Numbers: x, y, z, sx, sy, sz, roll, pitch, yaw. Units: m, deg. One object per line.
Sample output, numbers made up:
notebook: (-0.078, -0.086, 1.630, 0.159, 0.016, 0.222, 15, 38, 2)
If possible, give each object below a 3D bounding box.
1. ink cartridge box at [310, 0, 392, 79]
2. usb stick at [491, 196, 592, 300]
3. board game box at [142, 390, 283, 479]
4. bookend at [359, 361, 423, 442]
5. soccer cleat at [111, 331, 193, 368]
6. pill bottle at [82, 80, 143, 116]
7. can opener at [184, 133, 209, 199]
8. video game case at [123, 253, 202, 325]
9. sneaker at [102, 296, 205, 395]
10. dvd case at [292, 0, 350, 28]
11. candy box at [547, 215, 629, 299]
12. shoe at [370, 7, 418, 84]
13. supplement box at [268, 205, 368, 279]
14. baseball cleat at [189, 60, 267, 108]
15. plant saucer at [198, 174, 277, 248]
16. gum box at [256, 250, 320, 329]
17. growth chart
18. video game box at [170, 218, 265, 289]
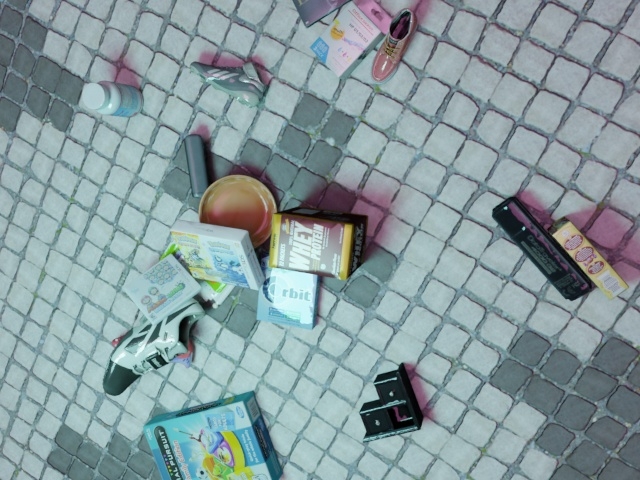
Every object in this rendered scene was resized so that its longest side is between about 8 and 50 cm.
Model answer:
ink cartridge box: (0.077, -0.485, 1.350, 0.104, 0.061, 0.181, 47, 107, 5)
usb stick: (0.505, 0.018, 1.308, 0.278, 0.045, 0.077, 49, 131, 4)
board game box: (-0.307, 0.593, 1.615, 0.336, 0.079, 0.253, -19, 93, 17)
bookend: (0.161, 0.414, 1.458, 0.156, 0.072, 0.157, -19, 92, 18)
soccer cleat: (-0.481, 0.314, 1.624, 0.248, 0.083, 0.095, -1, 103, 13)
pill bottle: (-0.543, -0.370, 1.492, 0.087, 0.160, 0.087, 2, 99, 16)
can opener: (-0.295, -0.141, 1.516, 0.095, 0.076, 0.283, -9, 97, -15)
video game case: (-0.420, 0.128, 1.519, 0.157, 0.019, 0.143, -39, 66, -20)
sneaker: (-0.434, 0.284, 1.506, 0.146, 0.122, 0.330, 30, 77, 20)
dvd case: (-0.014, -0.654, 1.374, 0.165, 0.018, 0.221, -26, 91, 18)
candy box: (0.587, 0.035, 1.260, 0.053, 0.109, 0.186, -43, 86, 18)
shoe: (0.165, -0.449, 1.320, 0.063, 0.081, 0.178, 33, 106, 9)
supplement box: (0.000, 0.000, 1.376, 0.191, 0.194, 0.129, 9, 101, 15)
baseball cleat: (-0.229, -0.421, 1.453, 0.206, 0.072, 0.109, 32, 92, 4)
plant saucer: (-0.213, -0.071, 1.477, 0.200, 0.037, 0.199, -2, 100, -10)
gum box: (-0.082, 0.130, 1.500, 0.157, 0.041, 0.184, 8, 101, 15)
growth chart: (-0.332, 0.073, 1.574, 0.237, 0.021, 0.172, 32, 104, 9)
video game box: (-0.258, 0.038, 1.448, 0.205, 0.048, 0.187, 9, 137, 21)
